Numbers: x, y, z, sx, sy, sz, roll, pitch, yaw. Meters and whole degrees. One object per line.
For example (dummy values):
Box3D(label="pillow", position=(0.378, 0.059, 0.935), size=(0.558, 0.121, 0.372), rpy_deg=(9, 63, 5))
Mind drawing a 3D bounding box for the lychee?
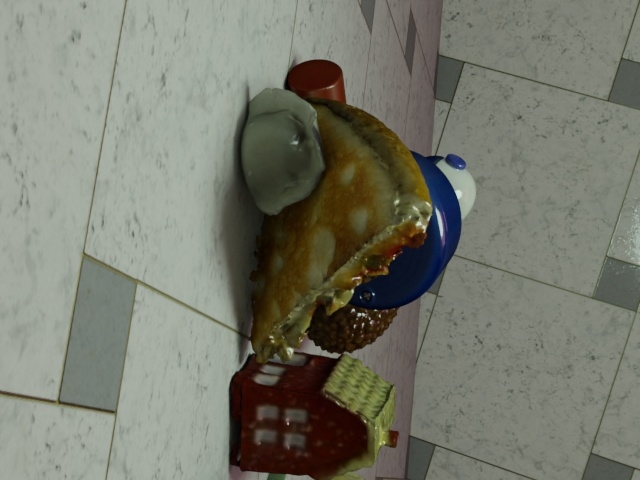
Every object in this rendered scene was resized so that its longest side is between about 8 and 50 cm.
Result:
Box3D(label="lychee", position=(0.058, 0.098, 1.971), size=(0.200, 0.200, 0.238), rpy_deg=(74, 32, -57))

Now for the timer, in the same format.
Box3D(label="timer", position=(0.157, -0.057, 1.875), size=(0.383, 0.270, 0.270), rpy_deg=(-28, 122, -58))

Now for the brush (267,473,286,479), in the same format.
Box3D(label="brush", position=(-0.059, 0.367, 1.901), size=(0.178, 0.033, 0.030), rpy_deg=(-65, 150, -58))

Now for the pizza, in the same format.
Box3D(label="pizza", position=(0.000, 0.000, 1.615), size=(0.406, 0.130, 0.440), rpy_deg=(-65, -148, 17))

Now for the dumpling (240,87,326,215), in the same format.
Box3D(label="dumpling", position=(-0.051, -0.130, 1.549), size=(0.108, 0.127, 0.187), rpy_deg=(15, 74, -69))

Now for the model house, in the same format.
Box3D(label="model house", position=(0.005, 0.272, 1.661), size=(0.196, 0.254, 0.160), rpy_deg=(-36, 133, -72))

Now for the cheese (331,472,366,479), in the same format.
Box3D(label="cheese", position=(0.037, 0.600, 2.234), size=(0.226, 0.117, 0.213), rpy_deg=(-57, 155, -74))

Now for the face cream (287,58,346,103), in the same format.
Box3D(label="face cream", position=(0.002, -0.197, 1.835), size=(0.095, 0.096, 0.214), rpy_deg=(-73, 162, -44))
